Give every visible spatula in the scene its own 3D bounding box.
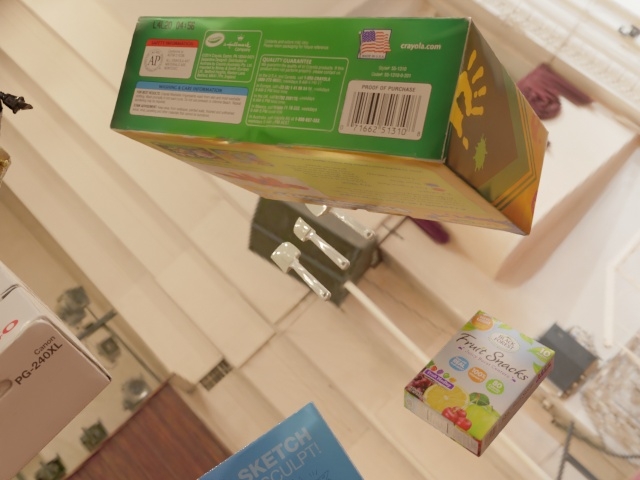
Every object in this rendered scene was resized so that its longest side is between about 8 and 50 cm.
[{"bbox_3d":[0.000,0.000,1.328,0.019,0.242,0.168,36,-89,-30],"label":"spatula"}]

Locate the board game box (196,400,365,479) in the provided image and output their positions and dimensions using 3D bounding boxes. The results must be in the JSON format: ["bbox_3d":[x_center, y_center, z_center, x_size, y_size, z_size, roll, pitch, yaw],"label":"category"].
[{"bbox_3d":[-0.073,0.326,0.661,0.316,0.242,0.064,-33,-11,-14],"label":"board game box"}]

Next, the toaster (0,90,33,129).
[{"bbox_3d":[-0.370,-0.093,0.644,0.168,0.186,0.110,-38,-23,-46],"label":"toaster"}]

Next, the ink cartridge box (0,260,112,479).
[{"bbox_3d":[-0.205,0.079,0.465,0.109,0.150,0.063,-45,-57,-15],"label":"ink cartridge box"}]

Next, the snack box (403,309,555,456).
[{"bbox_3d":[0.171,0.150,0.841,0.141,0.100,0.037,-39,-37,-28],"label":"snack box"}]

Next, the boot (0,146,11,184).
[{"bbox_3d":[-0.357,0.005,0.810,0.095,0.262,0.203,-18,46,50],"label":"boot"}]

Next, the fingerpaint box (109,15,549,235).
[{"bbox_3d":[0.029,-0.147,1.015,0.371,0.445,0.163,22,-101,-59],"label":"fingerpaint box"}]
